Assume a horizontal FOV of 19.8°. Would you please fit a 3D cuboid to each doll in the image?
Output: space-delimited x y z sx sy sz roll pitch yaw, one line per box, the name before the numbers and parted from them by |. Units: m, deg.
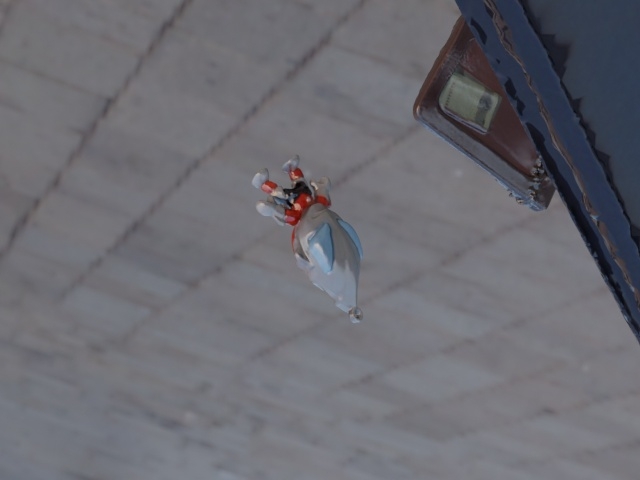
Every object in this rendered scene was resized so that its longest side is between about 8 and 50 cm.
doll | 0.001 -0.001 1.157 0.039 0.114 0.057 -33 171 18

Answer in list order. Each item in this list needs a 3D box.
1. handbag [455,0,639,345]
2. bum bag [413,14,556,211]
handbag | 0.191 -0.111 0.497 0.269 0.325 0.118 61 178 -26
bum bag | 0.149 -0.105 1.496 0.159 0.109 0.026 34 168 -28
